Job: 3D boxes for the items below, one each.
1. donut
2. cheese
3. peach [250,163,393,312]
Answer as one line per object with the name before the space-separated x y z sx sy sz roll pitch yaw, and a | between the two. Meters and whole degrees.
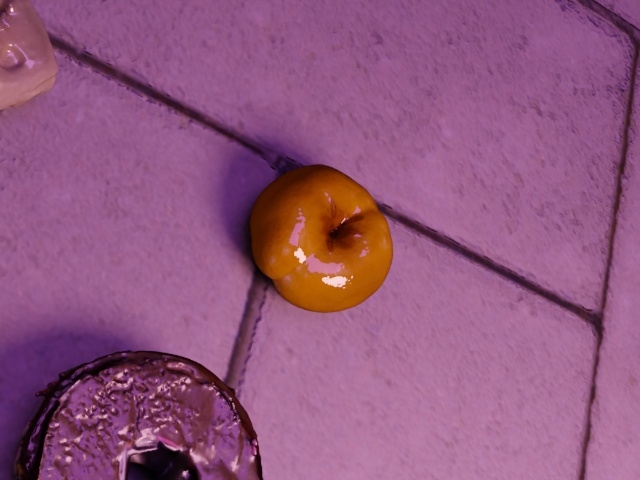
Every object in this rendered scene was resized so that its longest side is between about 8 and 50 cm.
donut | -0.179 0.239 1.231 0.269 0.103 0.270 10 69 -27
cheese | -0.385 -0.255 1.292 0.159 0.093 0.263 -25 86 -37
peach | 0.000 0.000 1.430 0.179 0.103 0.179 14 62 -28
